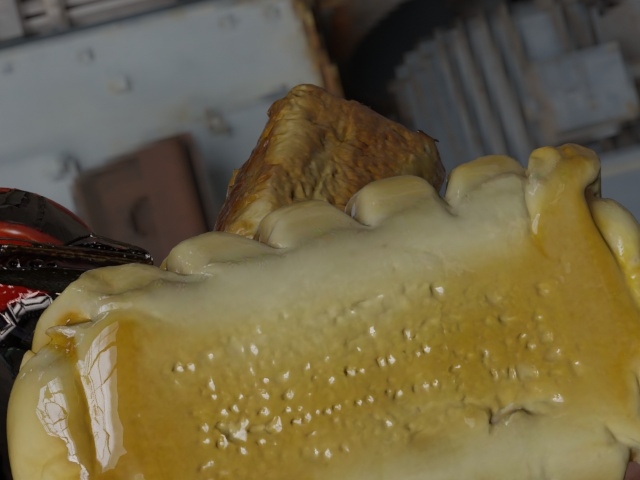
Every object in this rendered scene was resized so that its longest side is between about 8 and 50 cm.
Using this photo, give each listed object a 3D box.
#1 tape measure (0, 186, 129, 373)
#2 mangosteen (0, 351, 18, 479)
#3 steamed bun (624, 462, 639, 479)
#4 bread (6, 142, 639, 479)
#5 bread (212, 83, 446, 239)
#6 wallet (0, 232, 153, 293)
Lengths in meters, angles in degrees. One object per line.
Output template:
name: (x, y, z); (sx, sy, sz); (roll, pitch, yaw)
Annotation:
tape measure: (-0.296, 0.081, 1.716); (0.253, 0.260, 0.114); (-53, 21, 20)
mangosteen: (-0.217, 0.132, 0.964); (0.210, 0.210, 0.209); (165, 90, -83)
steamed bun: (0.353, 0.132, 1.332); (0.379, 0.235, 0.248); (-60, -38, -31)
bread: (0.011, 0.065, 0.849); (0.121, 0.311, 0.172); (144, 111, -73)
bread: (0.000, 0.006, 1.620); (0.149, 0.195, 0.344); (-60, 4, 29)
wallet: (-0.219, 0.018, 1.470); (0.243, 0.133, 0.039); (169, 106, -74)
